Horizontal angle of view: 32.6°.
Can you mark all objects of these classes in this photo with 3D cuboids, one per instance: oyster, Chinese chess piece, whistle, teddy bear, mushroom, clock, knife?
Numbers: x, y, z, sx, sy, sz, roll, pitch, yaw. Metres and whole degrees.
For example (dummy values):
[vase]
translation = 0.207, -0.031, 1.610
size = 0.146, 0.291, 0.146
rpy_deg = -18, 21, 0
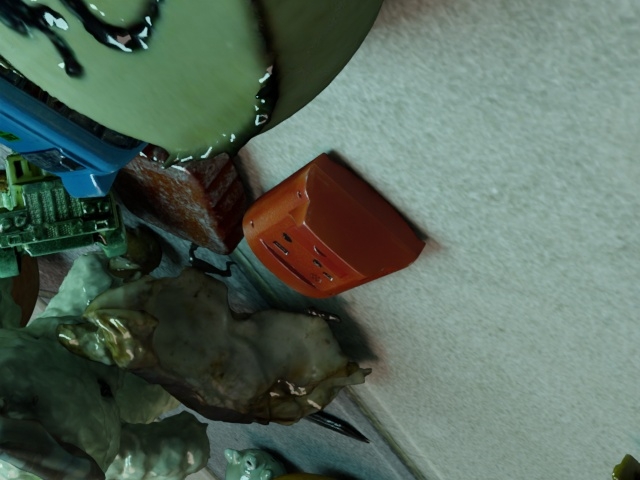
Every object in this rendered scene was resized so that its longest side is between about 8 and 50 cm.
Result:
[oyster]
translation = -0.091, 0.099, 1.046
size = 0.197, 0.133, 0.337
rpy_deg = -7, 158, 31
[Chinese chess piece]
translation = -0.124, -0.204, 0.615
size = 0.349, 0.146, 0.349
rpy_deg = 29, 154, 16
[whistle]
translation = -0.090, 0.382, 1.641
size = 0.102, 0.105, 0.253
rpy_deg = 57, 162, 36
[teddy bear]
translation = -0.236, 0.117, 1.109
size = 0.327, 0.375, 0.362
rpy_deg = 40, 145, 2
[mushroom]
translation = -0.255, -0.013, 1.226
size = 0.187, 0.061, 0.060
rpy_deg = 30, 160, 24
[clock]
translation = 0.000, 0.000, 0.912
size = 0.113, 0.061, 0.155
rpy_deg = 41, 157, -10
[knife]
translation = -0.036, 0.212, 1.376
size = 0.230, 0.028, 0.060
rpy_deg = 17, 161, 31

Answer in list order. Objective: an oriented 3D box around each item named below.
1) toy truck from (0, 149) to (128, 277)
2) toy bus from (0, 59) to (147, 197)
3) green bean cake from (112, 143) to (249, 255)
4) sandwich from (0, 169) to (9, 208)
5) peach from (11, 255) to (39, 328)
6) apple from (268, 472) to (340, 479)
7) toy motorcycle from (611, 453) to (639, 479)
[toy truck]
translation = -0.264, -0.047, 1.048
size = 0.259, 0.128, 0.135
rpy_deg = -147, 47, -72
[toy bus]
translation = -0.232, -0.143, 0.832
size = 0.246, 0.134, 0.113
rpy_deg = 34, 160, -34
[green bean cake]
translation = -0.131, -0.058, 0.982
size = 0.135, 0.056, 0.135
rpy_deg = 23, 154, 27
[sandwich]
translation = -0.366, -0.046, 1.331
size = 0.105, 0.036, 0.093
rpy_deg = 9, 145, 46
[peach]
translation = -0.494, 0.040, 1.428
size = 0.252, 0.252, 0.252
rpy_deg = 29, 154, 16
[apple]
translation = -0.003, 0.461, 1.458
size = 0.275, 0.299, 0.299
rpy_deg = 39, 160, 34
[toy motorcycle]
translation = 0.305, 0.270, 0.945
size = 0.130, 0.094, 0.229
rpy_deg = 9, 139, 48
